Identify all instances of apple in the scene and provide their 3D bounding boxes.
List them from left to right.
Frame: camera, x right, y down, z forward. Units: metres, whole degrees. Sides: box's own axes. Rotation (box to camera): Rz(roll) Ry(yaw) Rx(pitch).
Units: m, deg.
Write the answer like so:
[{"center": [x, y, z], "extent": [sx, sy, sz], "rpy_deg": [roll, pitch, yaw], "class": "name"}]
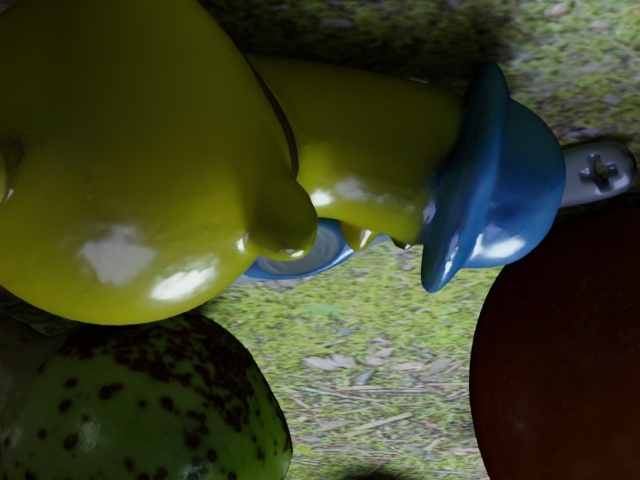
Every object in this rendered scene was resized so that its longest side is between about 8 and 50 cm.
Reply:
[{"center": [0.192, 0.085, 0.929], "extent": [0.218, 0.201, 0.218], "rpy_deg": [7, 161, 3], "class": "apple"}]

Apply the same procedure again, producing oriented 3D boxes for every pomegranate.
[{"center": [-0.147, 0.118, 1.077], "extent": [0.204, 0.276, 0.222], "rpy_deg": [-34, 164, -29], "class": "pomegranate"}]

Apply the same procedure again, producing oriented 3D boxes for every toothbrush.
[{"center": [-0.002, 0.002, 0.928], "extent": [0.386, 0.040, 0.040], "rpy_deg": [-14, 155, 32], "class": "toothbrush"}]

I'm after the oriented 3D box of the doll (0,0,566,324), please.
[{"center": [-0.048, -0.044, 0.696], "extent": [0.363, 0.199, 0.145], "rpy_deg": [-1, 120, -36], "class": "doll"}]
